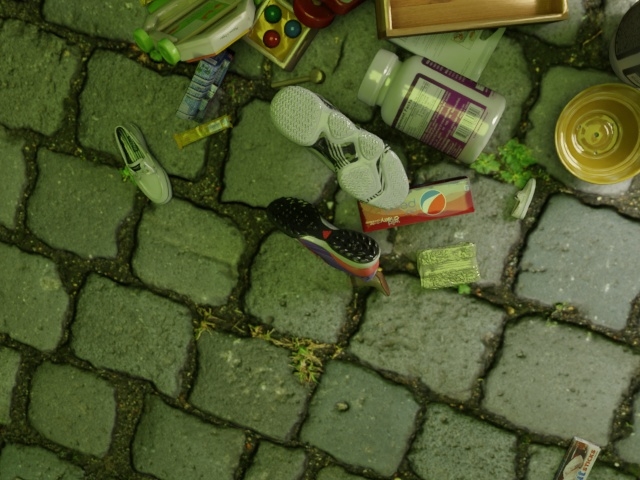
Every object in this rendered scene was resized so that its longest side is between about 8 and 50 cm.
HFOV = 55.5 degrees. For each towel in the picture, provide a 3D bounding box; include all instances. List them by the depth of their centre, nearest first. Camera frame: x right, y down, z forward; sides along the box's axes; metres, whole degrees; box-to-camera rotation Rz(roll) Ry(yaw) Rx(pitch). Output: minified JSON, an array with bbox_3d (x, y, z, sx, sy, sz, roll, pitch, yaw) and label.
[{"bbox_3d":[0.312,0.063,1.485,0.148,0.027,0.110,-10,99,11],"label":"towel"}]

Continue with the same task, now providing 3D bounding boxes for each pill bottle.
[{"bbox_3d":[0.695,-0.394,1.170,0.210,0.363,0.210,2,100,10],"label":"pill bottle"},{"bbox_3d":[0.242,-0.308,1.361,0.301,0.169,0.169,28,103,4],"label":"pill bottle"}]

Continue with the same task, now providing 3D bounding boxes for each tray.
[{"bbox_3d":[0.316,-0.550,1.283,0.410,0.076,0.203,-9,103,-9],"label":"tray"}]

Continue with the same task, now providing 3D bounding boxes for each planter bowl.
[{"bbox_3d":[0.623,-0.235,1.349,0.217,0.090,0.217,2,99,10],"label":"planter bowl"}]

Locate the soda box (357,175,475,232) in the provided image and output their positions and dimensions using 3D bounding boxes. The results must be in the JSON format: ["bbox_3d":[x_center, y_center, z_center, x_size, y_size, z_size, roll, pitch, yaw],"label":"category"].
[{"bbox_3d":[0.224,-0.087,1.440,0.263,0.092,0.083,-11,99,11],"label":"soda box"}]

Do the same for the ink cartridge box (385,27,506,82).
[{"bbox_3d":[0.308,-0.528,1.369,0.239,0.060,0.275,23,103,-16],"label":"ink cartridge box"}]

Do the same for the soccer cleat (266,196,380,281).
[{"bbox_3d":[0.000,0.000,1.480,0.318,0.108,0.116,27,148,22],"label":"soccer cleat"}]

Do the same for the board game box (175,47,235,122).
[{"bbox_3d":[-0.281,-0.355,1.446,0.060,0.194,0.194,26,118,-13],"label":"board game box"}]

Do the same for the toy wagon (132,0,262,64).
[{"bbox_3d":[-0.300,-0.518,1.400,0.267,0.068,0.344,-42,47,-18],"label":"toy wagon"}]

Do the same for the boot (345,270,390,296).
[{"bbox_3d":[0.112,0.099,1.521,0.087,0.042,0.118,-23,94,19],"label":"boot"}]

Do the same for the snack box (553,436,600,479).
[{"bbox_3d":[0.632,0.582,1.523,0.064,0.022,0.178,20,102,4],"label":"snack box"}]

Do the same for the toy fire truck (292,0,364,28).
[{"bbox_3d":[0.015,-0.639,1.339,0.254,0.169,0.302,-40,85,-25],"label":"toy fire truck"}]

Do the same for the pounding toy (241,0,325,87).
[{"bbox_3d":[-0.078,-0.442,1.428,0.206,0.094,0.181,37,103,2],"label":"pounding toy"}]

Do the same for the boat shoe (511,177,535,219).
[{"bbox_3d":[0.474,-0.100,1.427,0.035,0.035,0.100,17,109,3],"label":"boat shoe"}]

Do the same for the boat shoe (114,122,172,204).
[{"bbox_3d":[-0.460,-0.190,1.544,0.083,0.076,0.226,-30,94,13],"label":"boat shoe"}]

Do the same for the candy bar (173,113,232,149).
[{"bbox_3d":[-0.295,-0.275,1.532,0.161,0.018,0.040,-20,99,12],"label":"candy bar"}]

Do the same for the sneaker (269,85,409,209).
[{"bbox_3d":[0.049,-0.223,1.396,0.366,0.210,0.137,38,104,-10],"label":"sneaker"}]
